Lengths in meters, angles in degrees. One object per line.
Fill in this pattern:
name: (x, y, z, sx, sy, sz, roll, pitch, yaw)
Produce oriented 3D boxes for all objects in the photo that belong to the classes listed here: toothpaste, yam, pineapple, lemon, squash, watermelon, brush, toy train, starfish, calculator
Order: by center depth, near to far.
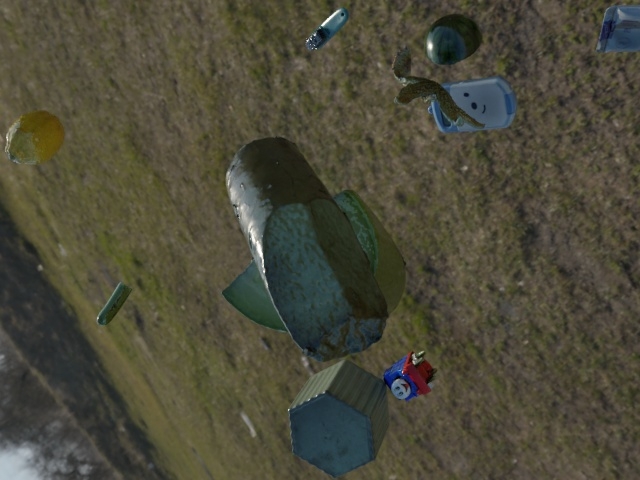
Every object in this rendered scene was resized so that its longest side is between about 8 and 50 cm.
yam: (-0.022, -0.004, 0.647, 0.259, 0.106, 0.106, -122, 15, -48)
toothpaste: (0.562, -0.297, 0.909, 0.323, 0.066, 0.100, 2, 159, 14)
squash: (0.015, 0.065, 0.981, 0.204, 0.237, 0.155, 51, -173, 0)
starfish: (0.199, -0.231, 1.101, 0.176, 0.053, 0.208, 27, -156, -15)
watermelon: (0.232, -0.366, 1.166, 0.105, 0.105, 0.062, 36, 163, 43)
squash: (-0.371, 0.116, 1.173, 0.027, 0.083, 0.027, 28, 166, 8)
pineapple: (0.174, -0.377, 1.408, 0.019, 0.045, 0.083, -130, 44, -81)
calculator: (0.343, -0.307, 1.493, 0.210, 0.039, 0.121, 2, 120, 34)
lemon: (-0.659, -0.235, 1.510, 0.114, 0.155, 0.114, 17, 138, 16)
brush: (0.013, -0.517, 1.616, 0.043, 0.032, 0.193, 56, 154, -7)
toy train: (0.220, 0.340, 1.621, 0.082, 0.131, 0.204, 57, -170, 6)

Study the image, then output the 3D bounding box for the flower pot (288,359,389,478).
flower pot: (0.049, 0.438, 1.627, 0.239, 0.189, 0.209, 30, 111, 9)
